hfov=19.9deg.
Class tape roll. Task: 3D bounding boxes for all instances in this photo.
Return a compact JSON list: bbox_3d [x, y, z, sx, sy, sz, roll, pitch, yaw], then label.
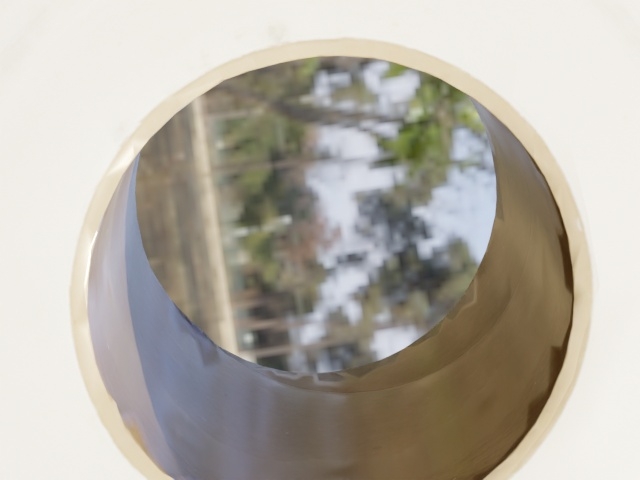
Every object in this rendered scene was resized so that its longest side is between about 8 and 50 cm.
[{"bbox_3d":[0.000,0.000,0.532,0.169,0.246,0.246,-100,-177,-78],"label":"tape roll"}]
